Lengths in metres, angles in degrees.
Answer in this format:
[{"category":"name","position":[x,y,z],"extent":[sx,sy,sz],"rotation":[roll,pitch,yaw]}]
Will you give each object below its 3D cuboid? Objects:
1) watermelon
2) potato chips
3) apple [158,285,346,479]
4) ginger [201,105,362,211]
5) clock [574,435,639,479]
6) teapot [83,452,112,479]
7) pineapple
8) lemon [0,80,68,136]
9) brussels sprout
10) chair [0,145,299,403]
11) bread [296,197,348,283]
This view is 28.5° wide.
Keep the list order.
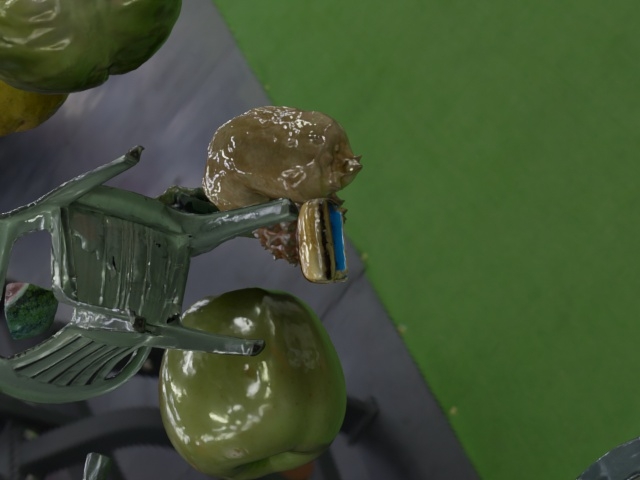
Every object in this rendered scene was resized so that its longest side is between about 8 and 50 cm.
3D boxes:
[{"category":"watermelon","position":[-0.437,0.104,1.880],"extent":[0.092,0.084,0.072],"rotation":[-62,28,2]},{"category":"potato chips","position":[-0.217,-0.045,2.317],"extent":[0.358,0.429,0.070],"rotation":[-2,84,46]},{"category":"apple","position":[-0.128,0.254,2.251],"extent":[0.357,0.357,0.357],"rotation":[-39,30,29]},{"category":"ginger","position":[-0.059,-0.115,1.780],"extent":[0.267,0.152,0.138],"rotation":[-9,28,40]},{"category":"clock","position":[0.377,0.326,1.285],"extent":[0.280,0.280,0.055],"rotation":[-48,10,15]},{"category":"teapot","position":[-0.374,0.406,2.059],"extent":[0.043,0.043,0.111],"rotation":[-19,52,50]},{"category":"pineapple","position":[-0.034,-0.039,1.968],"extent":[0.166,0.193,0.166],"rotation":[-24,28,14]},{"category":"lemon","position":[-0.538,-0.343,2.155],"extent":[0.316,0.285,0.285],"rotation":[-69,24,12]},{"category":"brussels sprout","position":[-0.332,-0.316,1.560],"extent":[0.273,0.316,0.243],"rotation":[-29,49,25]},{"category":"chair","position":[-0.186,0.048,1.158],"extent":[0.274,0.203,0.191],"rotation":[-12,67,48]},{"category":"bread","position":[0.000,0.000,1.555],"extent":[0.053,0.072,0.106],"rotation":[-10,82,25]}]
